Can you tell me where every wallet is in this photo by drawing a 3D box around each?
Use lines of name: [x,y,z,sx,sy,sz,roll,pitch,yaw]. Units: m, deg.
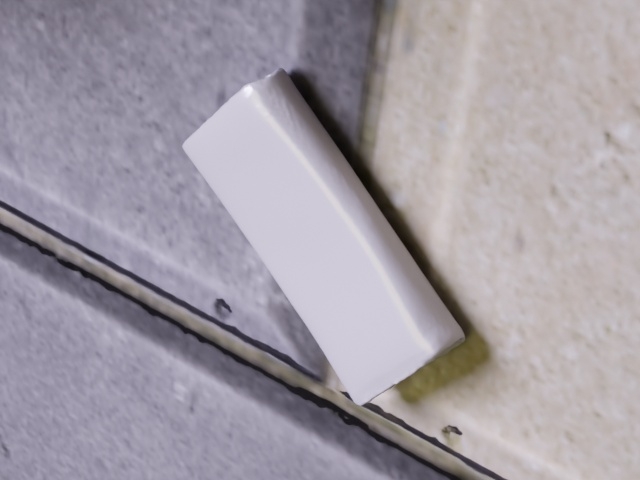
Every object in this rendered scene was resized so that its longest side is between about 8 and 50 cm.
wallet: [0.000,0.000,0.715,0.061,0.025,0.122,-37,86,43]
